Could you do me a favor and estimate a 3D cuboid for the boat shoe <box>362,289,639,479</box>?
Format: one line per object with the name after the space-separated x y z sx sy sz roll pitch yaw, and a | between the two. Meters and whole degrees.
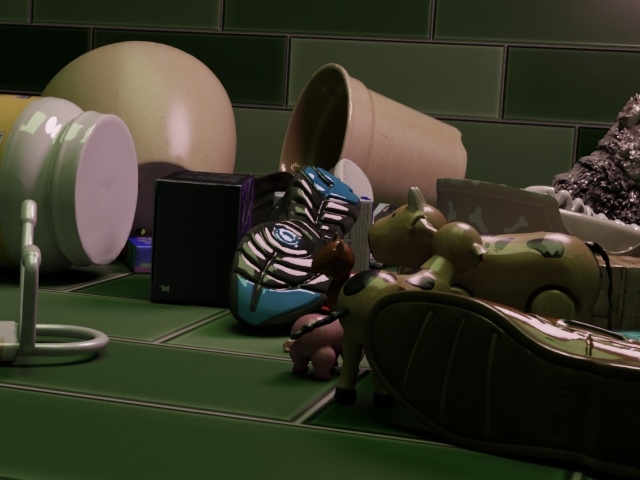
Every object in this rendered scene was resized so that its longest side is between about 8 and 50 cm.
0.178 0.114 0.925 0.307 0.111 0.104 20 11 33 | boat shoe

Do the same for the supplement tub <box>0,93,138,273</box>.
-0.440 -0.080 1.633 0.331 0.241 0.241 5 7 13 | supplement tub

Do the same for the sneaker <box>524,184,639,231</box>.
0.423 0.019 1.833 0.292 0.118 0.110 22 -11 -12 | sneaker

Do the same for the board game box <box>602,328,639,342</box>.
0.361 0.116 1.269 0.186 0.026 0.126 1 7 -17 | board game box

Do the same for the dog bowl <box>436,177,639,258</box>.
0.312 0.007 1.594 0.348 0.102 0.349 14 0 0 | dog bowl

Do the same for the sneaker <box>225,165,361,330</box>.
-0.038 0.036 1.446 0.125 0.140 0.341 33 27 1 | sneaker

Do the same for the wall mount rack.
-0.384 0.034 1.165 0.350 0.131 0.304 2 7 -15 | wall mount rack

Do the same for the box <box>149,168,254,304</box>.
-0.149 -0.008 1.544 0.108 0.153 0.207 4 8 1 | box

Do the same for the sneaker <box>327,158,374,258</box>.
0.002 -0.003 1.873 0.104 0.147 0.296 41 27 -18 | sneaker

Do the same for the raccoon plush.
0.465 -0.130 2.245 0.446 0.299 0.216 4 7 12 | raccoon plush

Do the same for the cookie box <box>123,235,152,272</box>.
-0.231 0.020 1.736 0.091 0.040 0.107 1 7 -18 | cookie box

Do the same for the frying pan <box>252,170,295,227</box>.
-0.069 -0.048 1.877 0.326 0.053 0.197 -10 34 41 | frying pan

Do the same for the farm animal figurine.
0.125 0.038 1.163 0.326 0.172 0.330 2 8 -5 | farm animal figurine

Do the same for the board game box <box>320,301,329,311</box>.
0.114 0.071 1.515 0.259 0.039 0.124 -5 9 -35 | board game box

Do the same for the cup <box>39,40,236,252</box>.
-0.272 -0.109 1.855 0.331 0.331 0.237 1 31 -18 | cup

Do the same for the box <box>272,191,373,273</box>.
0.000 0.000 1.658 0.137 0.126 0.072 3 5 -4 | box

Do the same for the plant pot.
0.117 -0.161 2.464 0.305 0.334 0.334 13 2 -23 | plant pot

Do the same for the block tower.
0.254 0.063 1.389 0.335 0.097 0.091 4 7 -4 | block tower

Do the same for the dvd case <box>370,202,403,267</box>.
0.095 -0.009 1.909 0.087 0.119 0.013 10 -33 49 | dvd case
